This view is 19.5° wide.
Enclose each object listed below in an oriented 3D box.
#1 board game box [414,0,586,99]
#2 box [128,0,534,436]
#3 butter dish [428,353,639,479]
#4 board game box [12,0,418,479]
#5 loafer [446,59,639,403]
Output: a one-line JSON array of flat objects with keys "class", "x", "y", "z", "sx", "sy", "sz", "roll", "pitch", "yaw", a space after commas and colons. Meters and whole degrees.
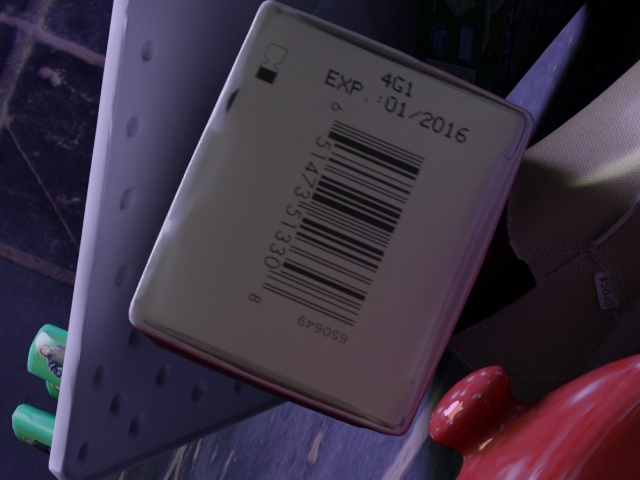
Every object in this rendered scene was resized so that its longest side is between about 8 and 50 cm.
[{"class": "board game box", "x": 0.121, "y": -0.247, "z": 1.065, "sx": 0.213, "sy": 0.046, "sz": 0.317, "roll": -47, "pitch": -33, "yaw": -49}, {"class": "box", "x": 0.000, "y": 0.000, "z": 0.862, "sx": 0.232, "sy": 0.126, "sz": 0.149, "roll": 118, "pitch": 175, "yaw": -85}, {"class": "butter dish", "x": 0.087, "y": 0.093, "z": 0.641, "sx": 0.160, "sy": 0.118, "sz": 0.160, "roll": -45, "pitch": -1, "yaw": -25}, {"class": "board game box", "x": -0.014, "y": -0.090, "z": 1.064, "sx": 0.390, "sy": 0.050, "sz": 0.390, "roll": -17, "pitch": -58, "yaw": -55}, {"class": "loafer", "x": 0.130, "y": -0.018, "z": 0.841, "sx": 0.102, "sy": 0.092, "sz": 0.268, "roll": -85, "pitch": 18, "yaw": -55}]
